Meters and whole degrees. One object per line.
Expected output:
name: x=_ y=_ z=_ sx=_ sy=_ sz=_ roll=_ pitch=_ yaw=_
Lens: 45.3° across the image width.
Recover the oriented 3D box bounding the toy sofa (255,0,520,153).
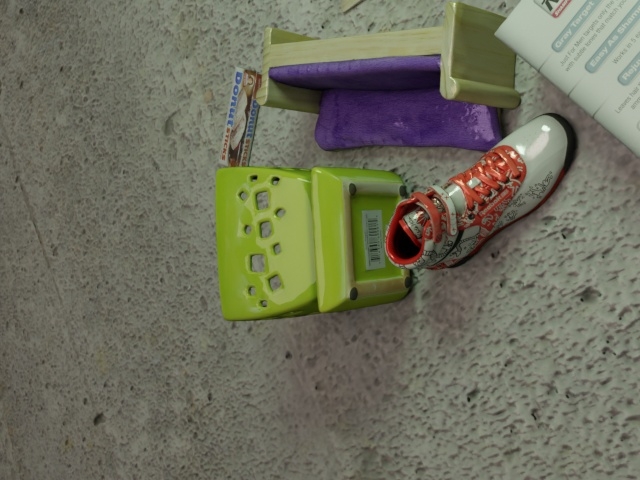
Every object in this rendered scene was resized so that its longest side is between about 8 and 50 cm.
toy sofa: x=0.082 y=-0.214 z=1.071 sx=0.362 sy=0.150 sz=0.177 roll=8 pitch=96 yaw=44

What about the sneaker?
sneaker: x=0.194 y=-0.054 z=0.972 sx=0.270 sy=0.145 sz=0.090 roll=-49 pitch=60 yaw=34

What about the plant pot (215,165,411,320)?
plant pot: x=0.000 y=0.000 z=1.116 sx=0.207 sy=0.227 sz=0.228 roll=-3 pitch=90 yaw=38

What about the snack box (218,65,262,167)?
snack box: x=-0.143 y=-0.217 z=1.377 sx=0.064 sy=0.022 sz=0.178 roll=26 pitch=110 yaw=42

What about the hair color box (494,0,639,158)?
hair color box: x=0.382 y=-0.176 z=0.798 sx=0.374 sy=0.113 sz=0.185 roll=52 pitch=119 yaw=29

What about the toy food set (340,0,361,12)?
toy food set: x=0.038 y=-0.474 z=1.156 sx=0.128 sy=0.071 sz=0.218 roll=-14 pitch=82 yaw=44
